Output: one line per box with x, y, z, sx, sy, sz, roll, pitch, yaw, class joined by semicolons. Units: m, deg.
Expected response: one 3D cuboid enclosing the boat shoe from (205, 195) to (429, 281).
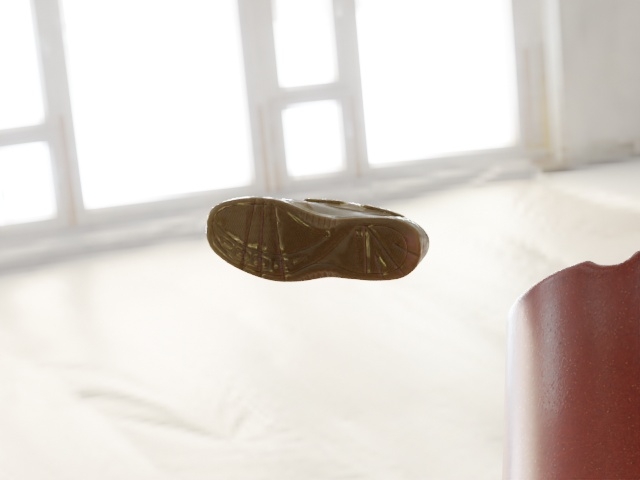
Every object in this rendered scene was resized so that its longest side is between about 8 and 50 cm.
0.000;0.000;1.257;0.170;0.063;0.059;9;-172;20;boat shoe

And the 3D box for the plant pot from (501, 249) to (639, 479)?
0.230;0.164;1.119;0.272;0.265;0.272;0;152;0;plant pot
